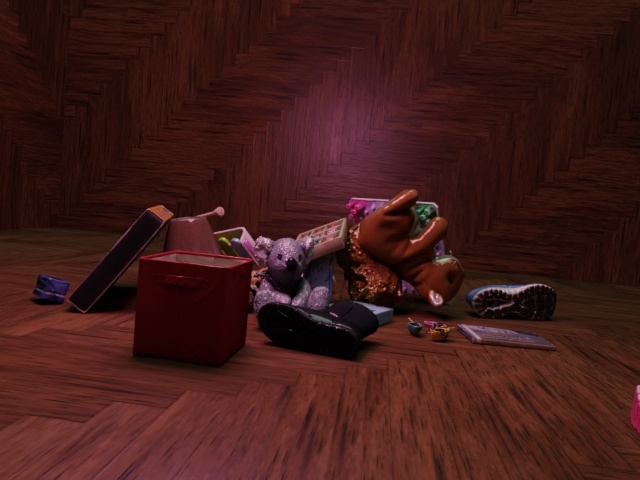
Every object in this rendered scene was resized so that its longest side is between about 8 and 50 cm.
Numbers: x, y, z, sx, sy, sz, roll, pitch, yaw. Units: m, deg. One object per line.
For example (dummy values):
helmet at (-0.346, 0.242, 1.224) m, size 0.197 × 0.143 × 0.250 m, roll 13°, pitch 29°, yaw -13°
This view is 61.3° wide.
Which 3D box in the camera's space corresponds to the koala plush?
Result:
koala plush at (-0.093, 0.096, 1.433) m, size 0.196 × 0.222 × 0.203 m, roll -3°, pitch -6°, yaw -14°

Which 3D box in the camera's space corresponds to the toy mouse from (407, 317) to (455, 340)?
toy mouse at (0.286, 0.239, 1.452) m, size 0.160 × 0.031 × 0.143 m, roll 3°, pitch 5°, yaw -39°

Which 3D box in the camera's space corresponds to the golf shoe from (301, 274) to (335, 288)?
golf shoe at (-0.029, 0.155, 1.898) m, size 0.306 × 0.115 × 0.140 m, roll 22°, pitch 27°, yaw -54°

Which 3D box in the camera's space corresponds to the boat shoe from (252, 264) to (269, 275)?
boat shoe at (-0.244, 0.124, 2.022) m, size 0.341 × 0.123 × 0.123 m, roll -1°, pitch -29°, yaw 16°

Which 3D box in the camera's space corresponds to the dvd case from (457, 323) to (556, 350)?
dvd case at (0.505, 0.264, 1.485) m, size 0.221 × 0.018 × 0.164 m, roll 5°, pitch 4°, yaw 0°

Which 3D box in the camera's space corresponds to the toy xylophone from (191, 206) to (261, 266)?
toy xylophone at (-0.336, 0.018, 1.761) m, size 0.322 × 0.236 × 0.081 m, roll -18°, pitch 32°, yaw 40°

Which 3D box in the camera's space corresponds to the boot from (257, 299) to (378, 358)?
boot at (0.001, 0.191, 1.267) m, size 0.246 × 0.094 × 0.207 m, roll 13°, pitch 10°, yaw 16°

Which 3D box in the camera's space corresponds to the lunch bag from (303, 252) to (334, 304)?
lunch bag at (-0.003, 0.116, 1.661) m, size 0.090 × 0.176 × 0.219 m, roll 2°, pitch 16°, yaw 3°

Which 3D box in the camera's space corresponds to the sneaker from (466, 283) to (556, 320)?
sneaker at (0.658, 0.198, 1.868) m, size 0.329 × 0.130 × 0.147 m, roll 4°, pitch 6°, yaw -11°

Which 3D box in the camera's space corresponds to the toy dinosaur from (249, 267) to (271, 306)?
toy dinosaur at (-0.171, 0.131, 1.668) m, size 0.218 × 0.165 × 0.322 m, roll -11°, pitch 26°, yaw -1°

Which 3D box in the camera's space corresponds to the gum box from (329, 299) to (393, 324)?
gum box at (0.101, 0.210, 1.549) m, size 0.156 × 0.041 × 0.184 m, roll 7°, pitch 3°, yaw 30°

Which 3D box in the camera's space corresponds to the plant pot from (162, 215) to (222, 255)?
plant pot at (-0.389, 0.047, 1.634) m, size 0.215 × 0.231 × 0.215 m, roll -4°, pitch 9°, yaw 1°

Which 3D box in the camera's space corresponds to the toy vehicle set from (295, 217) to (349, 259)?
toy vehicle set at (0.000, 0.000, 1.632) m, size 0.165 × 0.035 × 0.267 m, roll -20°, pitch 11°, yaw 10°

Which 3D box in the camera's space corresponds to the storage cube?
storage cube at (-0.254, 0.130, 1.113) m, size 0.183 × 0.193 × 0.215 m, roll 6°, pitch 3°, yaw 7°

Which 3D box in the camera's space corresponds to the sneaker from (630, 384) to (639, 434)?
sneaker at (0.553, 0.288, 0.872) m, size 0.074 × 0.063 × 0.170 m, roll 6°, pitch 9°, yaw 19°

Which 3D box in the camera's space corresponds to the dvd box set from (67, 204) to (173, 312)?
dvd box set at (-0.551, 0.031, 1.545) m, size 0.062 × 0.308 × 0.420 m, roll 42°, pitch -4°, yaw -12°

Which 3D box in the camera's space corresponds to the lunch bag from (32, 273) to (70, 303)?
lunch bag at (-0.710, 0.132, 1.426) m, size 0.067 × 0.065 × 0.098 m, roll 23°, pitch -10°, yaw -42°

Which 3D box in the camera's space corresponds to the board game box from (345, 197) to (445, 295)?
board game box at (0.286, 0.037, 2.042) m, size 0.389 × 0.390 × 0.050 m, roll 8°, pitch 30°, yaw 42°

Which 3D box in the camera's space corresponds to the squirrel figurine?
squirrel figurine at (0.258, 0.075, 1.750) m, size 0.396 × 0.371 × 0.281 m, roll -35°, pitch 2°, yaw 0°
